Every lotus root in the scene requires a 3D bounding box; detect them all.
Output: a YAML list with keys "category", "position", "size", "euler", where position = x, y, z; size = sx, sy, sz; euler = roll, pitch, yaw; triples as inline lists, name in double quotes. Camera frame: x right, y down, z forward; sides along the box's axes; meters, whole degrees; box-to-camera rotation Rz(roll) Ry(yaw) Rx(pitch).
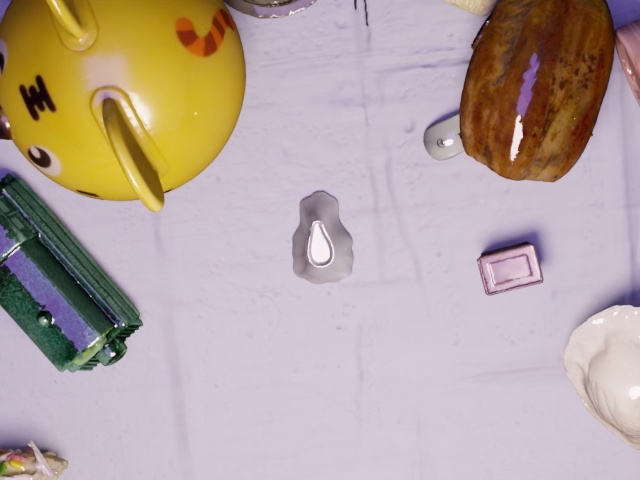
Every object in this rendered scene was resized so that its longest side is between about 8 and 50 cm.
- category: "lotus root"
  position: [0.290, -0.229, 1.667]
  size: [0.193, 0.193, 0.291]
  euler: [17, 99, 2]

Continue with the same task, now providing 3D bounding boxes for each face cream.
- category: "face cream"
  position: [0.468, -0.235, 1.650]
  size: [0.104, 0.149, 0.149]
  euler: [-23, 97, 9]

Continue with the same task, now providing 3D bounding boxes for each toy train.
- category: "toy train"
  position: [-0.410, 0.060, 1.768]
  size: [0.138, 0.178, 0.330]
  euler: [-41, 93, 10]

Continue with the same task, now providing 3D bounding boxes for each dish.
- category: "dish"
  position: [0.000, 0.000, 1.789]
  size: [0.091, 0.039, 0.137]
  euler: [-3, 101, 6]

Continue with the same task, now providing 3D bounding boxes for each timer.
- category: "timer"
  position: [-0.274, -0.217, 1.604]
  size: [0.375, 0.387, 0.376]
  euler: [0, 97, 4]

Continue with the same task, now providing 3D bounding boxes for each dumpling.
- category: "dumpling"
  position: [0.423, 0.196, 1.745]
  size: [0.166, 0.216, 0.126]
  euler: [20, 62, 31]

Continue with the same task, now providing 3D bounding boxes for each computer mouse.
- category: "computer mouse"
  position: [0.198, -0.153, 1.749]
  size: [0.110, 0.032, 0.056]
  euler: [-26, 97, 9]

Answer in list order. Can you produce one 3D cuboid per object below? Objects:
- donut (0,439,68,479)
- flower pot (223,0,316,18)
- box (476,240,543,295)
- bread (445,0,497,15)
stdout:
- category: "donut"
  position: [-0.466, 0.501, 1.862]
  size: [0.307, 0.150, 0.371]
  euler: [-22, 96, 7]
- category: "flower pot"
  position: [-0.085, -0.402, 1.652]
  size: [0.212, 0.202, 0.212]
  euler: [2, 101, 9]
- category: "box"
  position: [0.268, 0.037, 1.759]
  size: [0.084, 0.063, 0.060]
  euler: [-15, 100, 7]
- category: "bread"
  position: [0.195, -0.455, 1.702]
  size: [0.178, 0.135, 0.240]
  euler: [36, 104, 33]
